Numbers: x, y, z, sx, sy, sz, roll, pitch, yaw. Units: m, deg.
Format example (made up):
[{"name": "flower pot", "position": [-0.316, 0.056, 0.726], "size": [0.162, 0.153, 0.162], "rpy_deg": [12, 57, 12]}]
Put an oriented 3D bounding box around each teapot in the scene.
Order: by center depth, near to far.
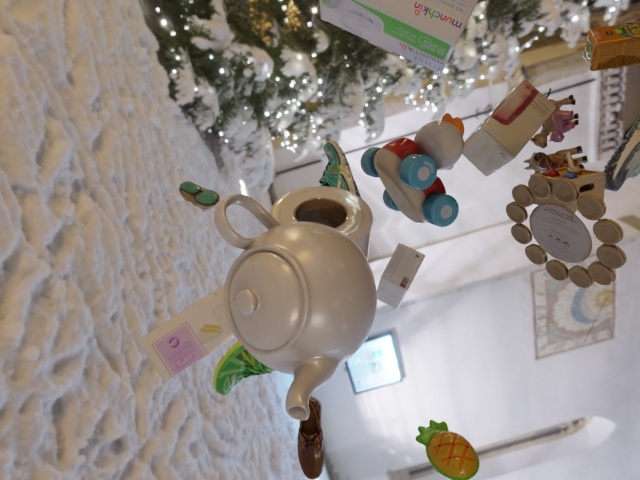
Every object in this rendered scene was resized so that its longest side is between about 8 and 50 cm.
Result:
[{"name": "teapot", "position": [-0.054, 0.080, 0.683], "size": [0.187, 0.256, 0.252], "rpy_deg": [7, 99, -55]}]

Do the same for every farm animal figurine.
[{"name": "farm animal figurine", "position": [0.790, -0.286, 1.562], "size": [0.327, 0.172, 0.330], "rpy_deg": [39, 55, -41]}]

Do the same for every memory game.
[{"name": "memory game", "position": [0.344, -0.012, 0.661], "size": [0.186, 0.012, 0.186], "rpy_deg": [51, -18, 25]}]

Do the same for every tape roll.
[{"name": "tape roll", "position": [0.000, 0.000, 1.132], "size": [0.246, 0.246, 0.169], "rpy_deg": [-107, -166, -49]}]

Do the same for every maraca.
[{"name": "maraca", "position": [0.339, 0.559, 1.236], "size": [0.186, 0.127, 0.099], "rpy_deg": [43, -39, 50]}]

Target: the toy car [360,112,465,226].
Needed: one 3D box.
[{"name": "toy car", "position": [0.259, -0.180, 1.058], "size": [0.210, 0.238, 0.219], "rpy_deg": [53, -8, -25]}]

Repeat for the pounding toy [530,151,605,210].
[{"name": "pounding toy", "position": [0.575, -0.140, 1.072], "size": [0.130, 0.141, 0.100], "rpy_deg": [-144, -137, -64]}]

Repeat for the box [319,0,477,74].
[{"name": "box", "position": [0.162, -0.476, 0.839], "size": [0.231, 0.262, 0.127], "rpy_deg": [-62, 176, -4]}]

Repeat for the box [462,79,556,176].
[{"name": "box", "position": [0.540, -0.325, 1.344], "size": [0.127, 0.232, 0.148], "rpy_deg": [44, -18, 1]}]

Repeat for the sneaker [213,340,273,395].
[{"name": "sneaker", "position": [-0.170, 0.316, 1.231], "size": [0.123, 0.295, 0.109], "rpy_deg": [47, 6, 23]}]

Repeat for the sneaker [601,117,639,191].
[{"name": "sneaker", "position": [0.802, -0.219, 1.125], "size": [0.122, 0.283, 0.110], "rpy_deg": [37, -14, 20]}]

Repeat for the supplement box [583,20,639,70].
[{"name": "supplement box", "position": [0.769, -0.474, 1.100], "size": [0.080, 0.234, 0.078], "rpy_deg": [66, 24, -46]}]

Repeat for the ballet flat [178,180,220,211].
[{"name": "ballet flat", "position": [-0.368, -0.128, 1.436], "size": [0.206, 0.073, 0.067], "rpy_deg": [30, -36, 42]}]

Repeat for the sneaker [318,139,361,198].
[{"name": "sneaker", "position": [0.045, -0.208, 1.455], "size": [0.107, 0.110, 0.275], "rpy_deg": [60, 13, -54]}]

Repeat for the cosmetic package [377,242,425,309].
[{"name": "cosmetic package", "position": [0.221, 0.107, 1.311], "size": [0.117, 0.086, 0.231], "rpy_deg": [-59, 166, -19]}]

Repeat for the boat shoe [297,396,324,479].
[{"name": "boat shoe", "position": [-0.025, 0.454, 1.059], "size": [0.060, 0.064, 0.177], "rpy_deg": [72, 15, -73]}]

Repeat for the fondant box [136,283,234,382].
[{"name": "fondant box", "position": [-0.217, 0.170, 0.975], "size": [0.096, 0.238, 0.330], "rpy_deg": [56, -10, 4]}]
